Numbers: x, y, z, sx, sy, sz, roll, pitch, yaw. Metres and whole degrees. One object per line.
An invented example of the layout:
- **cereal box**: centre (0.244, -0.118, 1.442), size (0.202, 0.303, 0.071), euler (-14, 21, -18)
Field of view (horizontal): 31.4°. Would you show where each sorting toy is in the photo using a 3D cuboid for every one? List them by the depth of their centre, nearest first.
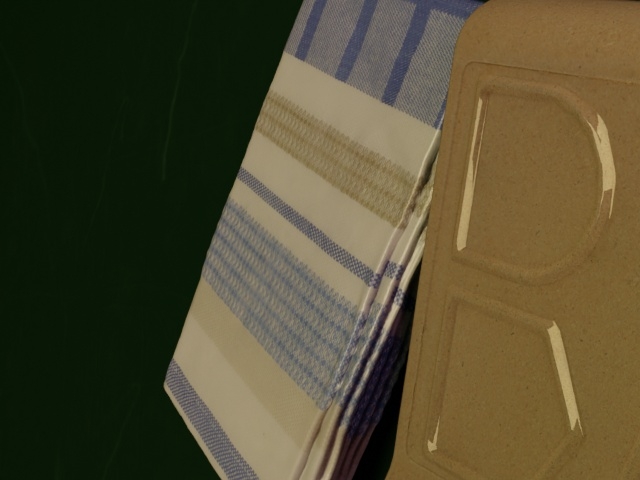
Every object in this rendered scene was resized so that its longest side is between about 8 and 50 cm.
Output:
- **sorting toy**: centre (0.139, 0.042, 0.364), size (0.307, 0.041, 0.229), euler (21, 102, 52)

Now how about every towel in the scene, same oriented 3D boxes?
- **towel**: centre (0.000, 0.000, 0.604), size (0.209, 0.034, 0.285), euler (37, 109, 58)
